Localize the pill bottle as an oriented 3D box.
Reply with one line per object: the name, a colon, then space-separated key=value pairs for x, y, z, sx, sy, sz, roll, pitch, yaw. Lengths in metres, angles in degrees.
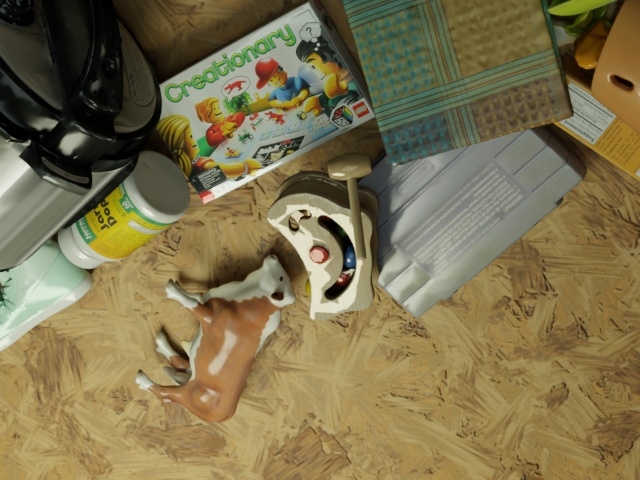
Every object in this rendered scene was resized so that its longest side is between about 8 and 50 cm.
pill bottle: x=-0.302 y=-0.040 z=2.090 sx=0.208 sy=0.117 sz=0.117 roll=-32 pitch=105 yaw=37

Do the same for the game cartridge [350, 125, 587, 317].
game cartridge: x=0.187 y=-0.062 z=2.023 sx=0.230 sy=0.068 sz=0.355 roll=40 pitch=121 yaw=-13

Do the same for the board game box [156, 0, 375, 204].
board game box: x=-0.091 y=-0.202 z=2.027 sx=0.305 sy=0.053 sz=0.193 roll=-27 pitch=106 yaw=20

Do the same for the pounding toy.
pounding toy: x=0.000 y=0.000 z=1.985 sx=0.154 sy=0.155 sz=0.269 roll=2 pitch=118 yaw=9

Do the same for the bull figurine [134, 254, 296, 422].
bull figurine: x=-0.163 y=0.147 z=2.169 sx=0.188 sy=0.101 sz=0.310 roll=24 pitch=113 yaw=4

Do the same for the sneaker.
sneaker: x=-0.503 y=0.076 z=2.200 sx=0.256 sy=0.094 sz=0.151 roll=-33 pitch=110 yaw=11

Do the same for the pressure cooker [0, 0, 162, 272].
pressure cooker: x=-0.427 y=-0.194 z=1.909 sx=0.420 sy=0.375 sz=0.370 roll=-41 pitch=92 yaw=26

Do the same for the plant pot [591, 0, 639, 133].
plant pot: x=0.486 y=-0.237 z=1.798 sx=0.203 sy=0.291 sz=0.291 roll=28 pitch=116 yaw=15

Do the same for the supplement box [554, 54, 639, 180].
supplement box: x=0.415 y=-0.159 z=1.940 sx=0.233 sy=0.078 sz=0.080 roll=35 pitch=118 yaw=-5

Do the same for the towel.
towel: x=0.171 y=-0.311 z=1.882 sx=0.271 sy=0.040 sz=0.370 roll=-15 pitch=92 yaw=16

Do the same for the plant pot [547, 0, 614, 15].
plant pot: x=0.335 y=-0.420 z=1.728 sx=0.207 sy=0.227 sz=0.228 roll=40 pitch=70 yaw=-16

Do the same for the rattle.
rattle: x=0.318 y=-0.342 z=1.848 sx=0.130 sy=0.143 sz=0.199 roll=-2 pitch=121 yaw=32
